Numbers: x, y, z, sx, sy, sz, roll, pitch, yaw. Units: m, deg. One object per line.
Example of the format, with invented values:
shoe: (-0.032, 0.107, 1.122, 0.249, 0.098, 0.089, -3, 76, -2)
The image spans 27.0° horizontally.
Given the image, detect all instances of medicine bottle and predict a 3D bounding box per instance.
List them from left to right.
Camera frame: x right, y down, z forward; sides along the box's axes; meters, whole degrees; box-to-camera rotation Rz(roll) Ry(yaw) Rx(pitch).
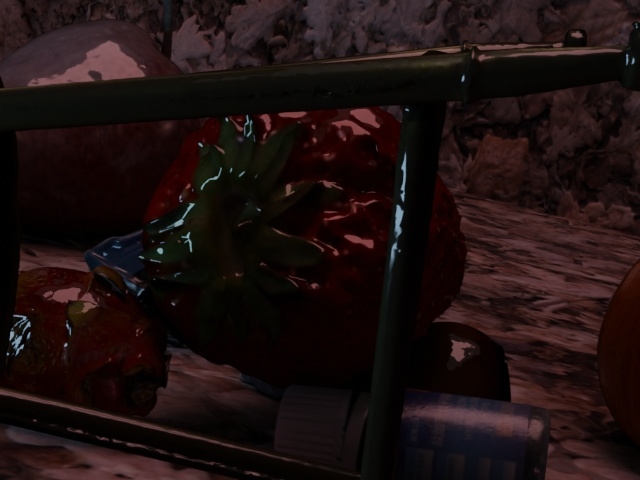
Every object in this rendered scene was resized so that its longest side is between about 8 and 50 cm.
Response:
medicine bottle: (0.069, 0.154, 1.006, 0.203, 0.084, 0.083, 5, 8, 10)

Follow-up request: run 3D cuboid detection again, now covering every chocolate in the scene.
chocolate: (0.091, 0.135, 1.147, 0.133, 0.127, 0.124, -4, -20, -8)

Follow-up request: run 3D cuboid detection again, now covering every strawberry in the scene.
strawberry: (0.000, 0.000, 1.087, 0.257, 0.257, 0.277, 16, -3, 29)

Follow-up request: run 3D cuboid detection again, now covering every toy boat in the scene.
toy boat: (-0.099, 0.035, 1.391, 0.309, 0.129, 0.142, 6, 24, -32)

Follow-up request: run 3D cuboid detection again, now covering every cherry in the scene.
cherry: (-0.330, -0.152, 1.804, 0.334, 0.291, 0.326, -10, 35, -16)

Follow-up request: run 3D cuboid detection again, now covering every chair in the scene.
chair: (-0.059, 0.042, 0.769, 0.410, 0.365, 0.362, 6, 9, 5)

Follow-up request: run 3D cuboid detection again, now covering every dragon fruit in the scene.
dragon fruit: (-0.236, 0.076, 1.036, 0.246, 0.126, 0.125, 4, 13, 0)

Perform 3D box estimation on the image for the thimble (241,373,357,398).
thimble: (0.000, 0.093, 1.256, 0.150, 0.098, 0.150, 9, 8, -1)

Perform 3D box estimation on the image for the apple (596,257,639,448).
apple: (0.401, 0.104, 1.214, 0.286, 0.233, 0.286, 11, 8, -2)
